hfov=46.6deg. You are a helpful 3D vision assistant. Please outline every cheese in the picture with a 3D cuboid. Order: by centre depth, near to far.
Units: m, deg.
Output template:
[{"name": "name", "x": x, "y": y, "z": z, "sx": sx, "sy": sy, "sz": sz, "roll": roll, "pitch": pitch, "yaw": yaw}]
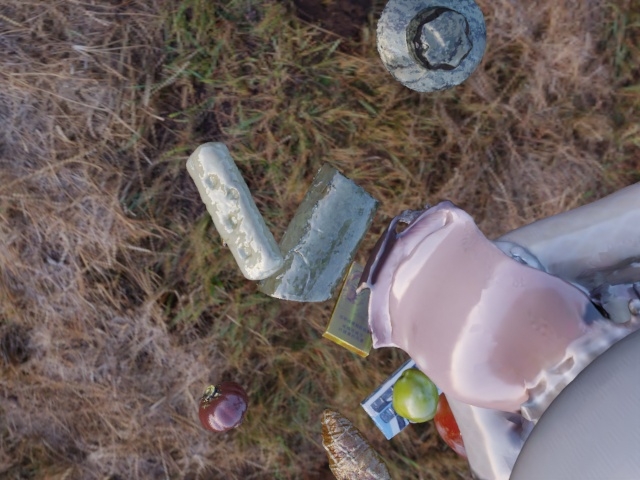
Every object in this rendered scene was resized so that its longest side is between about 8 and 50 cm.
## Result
[{"name": "cheese", "x": -0.113, "y": -0.038, "z": 0.974, "sx": 0.193, "sy": 0.065, "sz": 0.043, "roll": 61, "pitch": 30, "yaw": 3}]

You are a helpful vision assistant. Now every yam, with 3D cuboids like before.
[{"name": "yam", "x": 0.000, "y": 0.000, "z": 1.573, "sx": 0.168, "sy": 0.168, "sz": 0.304, "roll": 29, "pitch": 87, "yaw": -33}]

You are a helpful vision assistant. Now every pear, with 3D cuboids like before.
[{"name": "pear", "x": 0.168, "y": 0.277, "z": 1.331, "sx": 0.092, "sy": 0.092, "sz": 0.096, "roll": -5, "pitch": 80, "yaw": -29}]

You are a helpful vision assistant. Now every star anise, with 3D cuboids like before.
[{"name": "star anise", "x": 0.225, "y": -0.051, "z": 1.626, "sx": 0.129, "sy": 0.124, "sz": 0.056, "roll": -6, "pitch": 91, "yaw": 8}]

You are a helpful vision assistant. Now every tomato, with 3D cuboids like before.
[{"name": "tomato", "x": 0.475, "y": 0.572, "z": 2.157, "sx": 0.335, "sy": 0.289, "sz": 0.176, "roll": 35, "pitch": 50, "yaw": -4}]

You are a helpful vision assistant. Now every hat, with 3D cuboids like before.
[{"name": "hat", "x": 0.260, "y": -0.439, "z": 1.620, "sx": 0.266, "sy": 0.128, "sz": 0.265, "roll": -3, "pitch": 110, "yaw": -9}]

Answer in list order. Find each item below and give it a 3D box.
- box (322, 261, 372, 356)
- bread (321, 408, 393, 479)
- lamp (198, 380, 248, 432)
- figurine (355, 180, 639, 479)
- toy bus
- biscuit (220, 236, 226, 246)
[{"name": "box", "x": 0.068, "y": 0.119, "z": 1.307, "sx": 0.089, "sy": 0.022, "sz": 0.156, "roll": 28, "pitch": 56, "yaw": -11}, {"name": "bread", "x": 0.066, "y": 0.459, "z": 1.547, "sx": 0.233, "sy": 0.105, "sz": 0.076, "roll": 55, "pitch": 31, "yaw": 0}, {"name": "lamp", "x": -0.180, "y": 0.308, "z": 1.376, "sx": 0.101, "sy": 0.101, "sz": 0.090, "roll": -45, "pitch": 112, "yaw": -12}, {"name": "figurine", "x": 0.168, "y": 0.125, "z": 0.365, "sx": 0.211, "sy": 0.361, "sz": 0.253, "roll": 2, "pitch": 117, "yaw": -21}, {"name": "toy bus", "x": 0.248, "y": 0.371, "z": 1.907, "sx": 0.297, "sy": 0.106, "sz": 0.131, "roll": -42, "pitch": 83, "yaw": -7}, {"name": "biscuit", "x": -0.230, "y": -0.098, "z": 1.794, "sx": 0.016, "sy": 0.203, "sz": 0.144, "roll": 5, "pitch": 132, "yaw": -18}]
